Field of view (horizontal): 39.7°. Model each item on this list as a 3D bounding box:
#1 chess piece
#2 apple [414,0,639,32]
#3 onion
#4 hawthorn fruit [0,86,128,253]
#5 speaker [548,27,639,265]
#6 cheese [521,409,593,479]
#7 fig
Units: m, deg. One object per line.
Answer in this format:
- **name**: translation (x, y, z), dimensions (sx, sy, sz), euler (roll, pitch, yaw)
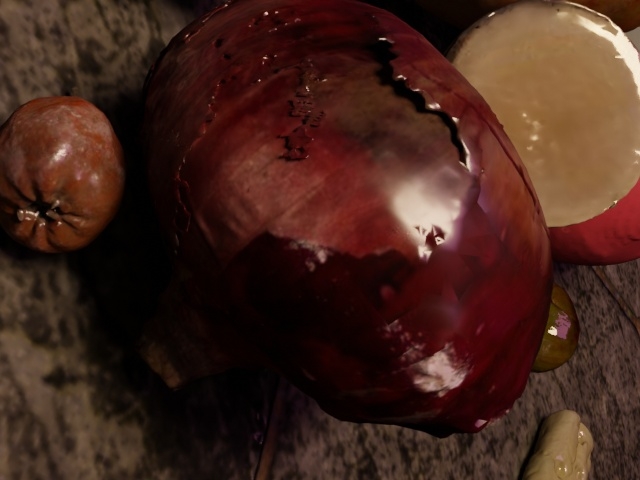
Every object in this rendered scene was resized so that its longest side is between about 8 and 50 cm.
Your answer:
- **chess piece**: translation (0.134, -0.088, 0.659), dimensions (0.261, 0.142, 0.143), euler (-98, 171, -84)
- **apple**: translation (0.182, -0.293, 0.681), dimensions (0.301, 0.301, 0.302), euler (23, 61, -49)
- **onion**: translation (0.000, 0.000, 0.454), dimensions (0.252, 0.219, 0.252), euler (48, 2, -3)
- **hawthorn fruit**: translation (-0.119, -0.042, 0.419), dimensions (0.067, 0.066, 0.103), euler (53, 26, -29)
- **speaker**: translation (0.268, -0.115, 0.879), dimensions (0.294, 0.294, 0.294), euler (23, 61, -49)
- **cheese**: translation (0.203, 0.228, 0.787), dimensions (0.194, 0.043, 0.065), euler (-48, 119, -49)
- **fig**: translation (0.182, 0.076, 0.794), dimensions (0.098, 0.082, 0.084), euler (2, 91, -14)
